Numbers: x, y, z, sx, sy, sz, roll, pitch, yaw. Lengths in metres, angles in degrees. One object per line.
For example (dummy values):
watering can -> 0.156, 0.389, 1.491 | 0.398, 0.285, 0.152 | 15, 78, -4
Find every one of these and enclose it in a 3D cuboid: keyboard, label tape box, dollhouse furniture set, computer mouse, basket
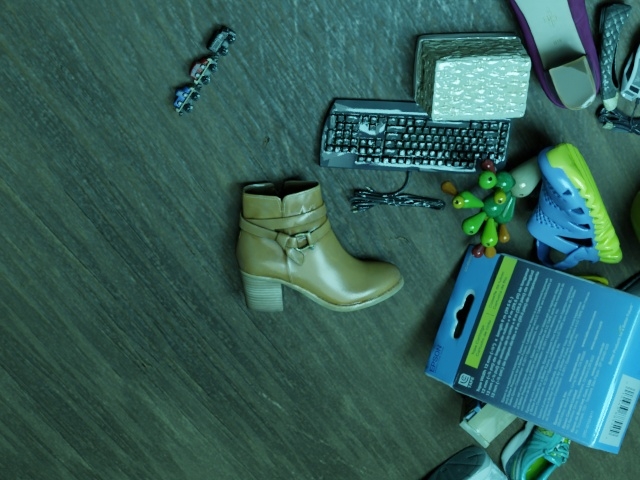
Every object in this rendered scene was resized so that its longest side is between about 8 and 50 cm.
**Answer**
keyboard -> 0.153, -0.130, 1.817 | 0.317, 0.033, 0.201 | 2, 118, -10
label tape box -> 0.369, 0.174, 1.843 | 0.115, 0.348, 0.249 | 21, 89, -46
dollhouse furniture set -> 0.279, 0.251, 2.010 | 0.184, 0.129, 0.129 | 42, 106, -1
computer mouse -> 0.530, -0.263, 1.808 | 0.106, 0.042, 0.193 | 10, 122, -10
basket -> 0.238, -0.255, 1.722 | 0.167, 0.103, 0.113 | -4, 120, -9

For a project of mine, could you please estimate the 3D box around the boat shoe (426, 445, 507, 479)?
boat shoe -> 0.216, 0.531, 2.139 | 0.320, 0.118, 0.103 | -40, 113, 4

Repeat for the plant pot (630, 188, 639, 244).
plant pot -> 0.646, -0.007, 1.852 | 0.254, 0.239, 0.254 | -4, 119, -7

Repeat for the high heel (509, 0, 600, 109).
high heel -> 0.345, -0.382, 1.704 | 0.127, 0.181, 0.377 | -11, 100, 11

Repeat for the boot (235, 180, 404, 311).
boot -> 0.000, 0.000, 1.830 | 0.284, 0.109, 0.220 | -2, 115, -1

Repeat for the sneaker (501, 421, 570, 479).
sneaker -> 0.450, 0.374, 2.097 | 0.107, 0.110, 0.275 | 19, 113, -19

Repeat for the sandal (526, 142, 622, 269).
sandal -> 0.406, -0.039, 1.828 | 0.138, 0.126, 0.317 | -19, 140, 14

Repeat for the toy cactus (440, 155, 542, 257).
toy cactus -> 0.294, -0.074, 1.820 | 0.180, 0.112, 0.219 | -40, 142, -13

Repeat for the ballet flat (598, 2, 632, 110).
ballet flat -> 0.469, -0.292, 1.758 | 0.049, 0.057, 0.173 | 3, 110, 18

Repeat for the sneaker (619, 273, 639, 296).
sneaker -> 0.690, 0.114, 1.982 | 0.331, 0.146, 0.122 | -15, 121, 0

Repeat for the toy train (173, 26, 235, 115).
toy train -> -0.182, -0.259, 1.688 | 0.036, 0.027, 0.158 | 28, 110, -19

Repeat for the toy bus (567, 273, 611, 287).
toy bus -> 0.476, 0.179, 1.918 | 0.150, 0.211, 0.220 | -1, 97, -16
